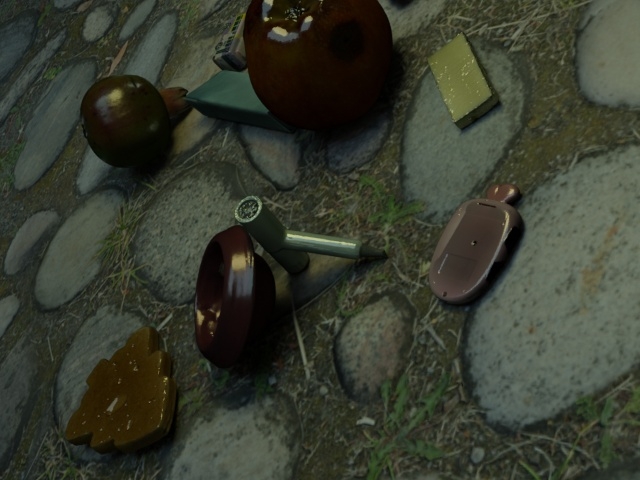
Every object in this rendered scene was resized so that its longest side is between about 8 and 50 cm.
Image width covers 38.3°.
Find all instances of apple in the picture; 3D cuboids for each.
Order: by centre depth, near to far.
[{"bbox_3d":[-0.011,-0.283,1.357,0.230,0.230,0.230,-25,46,29],"label":"apple"}]

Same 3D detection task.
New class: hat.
[{"bbox_3d":[-0.113,0.078,1.273,0.205,0.089,0.205,-172,90,-69],"label":"hat"}]

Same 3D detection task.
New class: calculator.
[{"bbox_3d":[0.186,0.001,1.105,0.103,0.024,0.166,16,74,49],"label":"calculator"}]

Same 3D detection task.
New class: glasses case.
[{"bbox_3d":[-0.119,-0.236,1.573,0.105,0.056,0.266,-40,34,-24],"label":"glasses case"}]

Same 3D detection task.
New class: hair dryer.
[{"bbox_3d":[-0.002,-0.004,1.214,0.183,0.155,0.044,1,64,29],"label":"hair dryer"}]

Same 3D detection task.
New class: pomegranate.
[{"bbox_3d":[-0.334,-0.227,1.696,0.209,0.180,0.180,-21,35,-20],"label":"pomegranate"}]

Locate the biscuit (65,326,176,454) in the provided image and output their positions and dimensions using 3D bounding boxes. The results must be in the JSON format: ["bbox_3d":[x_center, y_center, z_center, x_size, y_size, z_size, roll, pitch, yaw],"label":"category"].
[{"bbox_3d":[-0.281,0.239,1.371,0.238,0.041,0.212,23,73,50],"label":"biscuit"}]

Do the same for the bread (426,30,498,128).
[{"bbox_3d":[0.194,-0.221,1.263,0.068,0.028,0.154,-35,43,21],"label":"bread"}]

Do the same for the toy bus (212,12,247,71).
[{"bbox_3d":[-0.153,-0.360,1.689,0.058,0.052,0.102,-8,54,41],"label":"toy bus"}]
